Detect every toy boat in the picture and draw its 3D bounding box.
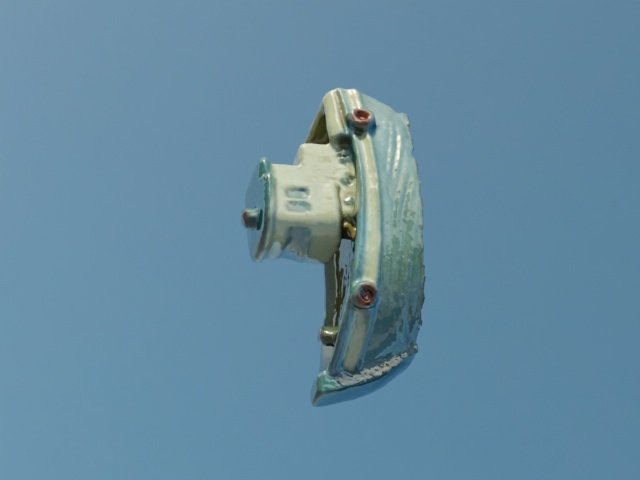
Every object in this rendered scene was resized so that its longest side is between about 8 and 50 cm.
[{"bbox_3d":[0.000,0.000,0.918,0.088,0.102,0.215,114,-23,-53],"label":"toy boat"}]
